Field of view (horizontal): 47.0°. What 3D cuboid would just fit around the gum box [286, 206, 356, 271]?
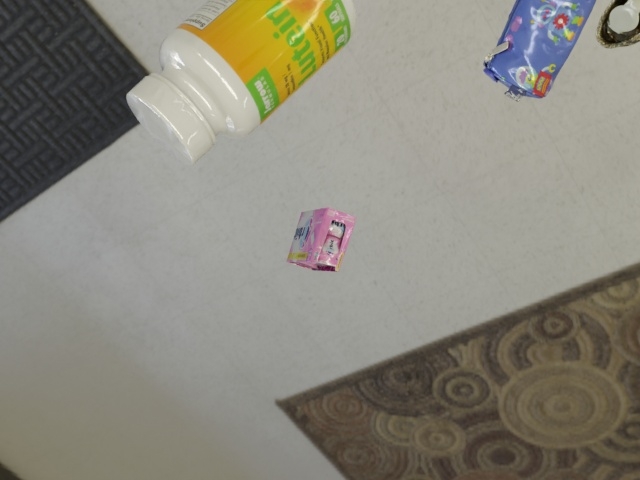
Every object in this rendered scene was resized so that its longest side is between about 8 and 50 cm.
[{"bbox_3d":[0.000,0.000,1.410,0.062,0.188,0.107,19,83,-16],"label":"gum box"}]

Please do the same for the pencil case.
[{"bbox_3d":[0.367,-0.380,1.189,0.133,0.119,0.306,12,113,-25],"label":"pencil case"}]

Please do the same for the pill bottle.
[{"bbox_3d":[-0.087,-0.200,0.808,0.245,0.136,0.136,-46,114,-15],"label":"pill bottle"}]

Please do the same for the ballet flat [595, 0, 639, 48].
[{"bbox_3d":[0.706,-0.531,1.487,0.164,0.182,0.483,52,164,9],"label":"ballet flat"}]
